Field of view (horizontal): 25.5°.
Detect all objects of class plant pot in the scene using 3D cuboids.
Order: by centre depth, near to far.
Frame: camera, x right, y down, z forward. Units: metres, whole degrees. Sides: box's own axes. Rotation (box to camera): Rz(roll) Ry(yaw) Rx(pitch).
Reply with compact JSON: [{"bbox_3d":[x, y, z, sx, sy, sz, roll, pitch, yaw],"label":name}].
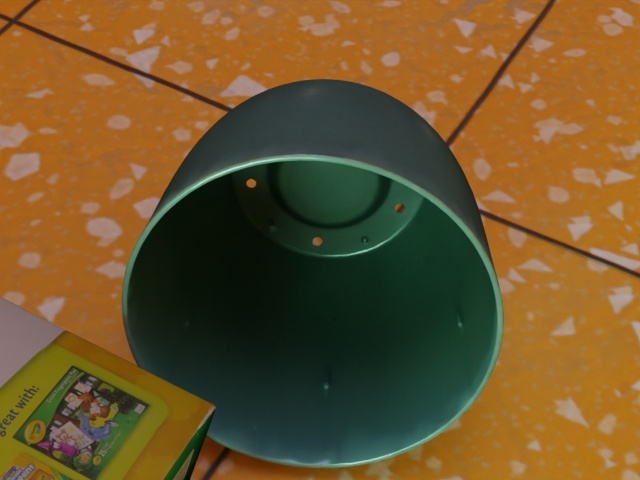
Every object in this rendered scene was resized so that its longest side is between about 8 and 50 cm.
[{"bbox_3d":[0.000,0.000,1.174,0.293,0.293,0.235,5,33,1],"label":"plant pot"}]

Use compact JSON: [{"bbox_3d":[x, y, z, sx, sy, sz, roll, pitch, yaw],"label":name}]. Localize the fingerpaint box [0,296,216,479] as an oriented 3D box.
[{"bbox_3d":[-0.337,0.211,0.936,0.371,0.163,0.445,26,38,6],"label":"fingerpaint box"}]
